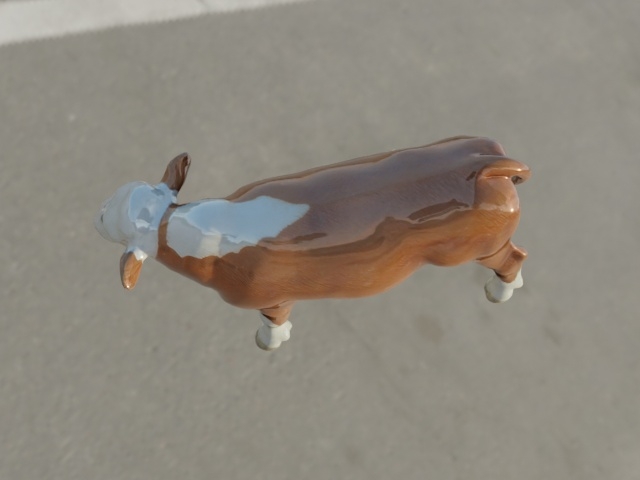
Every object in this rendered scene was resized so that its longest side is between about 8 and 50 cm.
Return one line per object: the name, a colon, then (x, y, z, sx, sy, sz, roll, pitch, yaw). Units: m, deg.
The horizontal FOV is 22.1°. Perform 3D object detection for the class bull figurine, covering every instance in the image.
bull figurine: (0.000, 0.000, 1.161, 0.188, 0.310, 0.101, 56, 28, -65)
